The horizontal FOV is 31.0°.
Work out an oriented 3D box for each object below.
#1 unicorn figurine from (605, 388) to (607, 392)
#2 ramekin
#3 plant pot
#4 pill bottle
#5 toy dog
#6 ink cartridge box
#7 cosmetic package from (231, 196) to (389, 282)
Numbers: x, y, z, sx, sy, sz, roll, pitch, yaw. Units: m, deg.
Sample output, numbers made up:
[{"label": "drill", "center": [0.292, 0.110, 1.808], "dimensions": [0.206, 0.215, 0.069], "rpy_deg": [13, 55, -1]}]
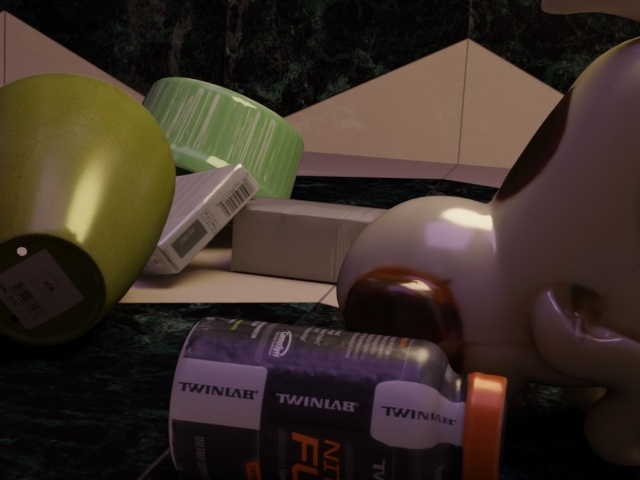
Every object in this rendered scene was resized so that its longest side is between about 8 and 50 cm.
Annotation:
[{"label": "unicorn figurine", "center": [0.262, 0.125, 1.230], "dimensions": [0.111, 0.060, 0.162], "rpy_deg": [10, -3, 33]}, {"label": "ramekin", "center": [-0.174, -0.142, 1.884], "dimensions": [0.303, 0.148, 0.303], "rpy_deg": [20, -12, 4]}, {"label": "plant pot", "center": [-0.303, -0.012, 1.316], "dimensions": [0.274, 0.275, 0.293], "rpy_deg": [2, 27, -8]}, {"label": "pill bottle", "center": [0.018, 0.134, 0.884], "dimensions": [0.245, 0.131, 0.130], "rpy_deg": [5, 11, 11]}, {"label": "toy dog", "center": [0.210, 0.014, 1.011], "dimensions": [0.407, 0.395, 0.285], "rpy_deg": [-28, 21, 11]}, {"label": "ink cartridge box", "center": [-0.220, -0.024, 1.650], "dimensions": [0.232, 0.066, 0.189], "rpy_deg": [-12, 30, 52]}, {"label": "cosmetic package", "center": [0.000, 0.000, 1.662], "dimensions": [0.237, 0.107, 0.127], "rpy_deg": [4, 11, 18]}]
